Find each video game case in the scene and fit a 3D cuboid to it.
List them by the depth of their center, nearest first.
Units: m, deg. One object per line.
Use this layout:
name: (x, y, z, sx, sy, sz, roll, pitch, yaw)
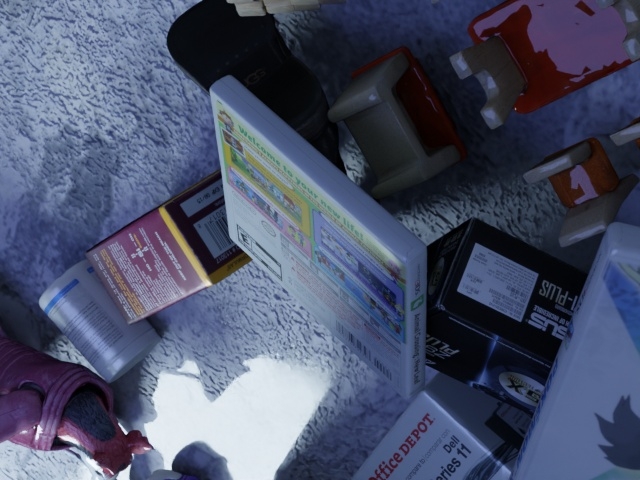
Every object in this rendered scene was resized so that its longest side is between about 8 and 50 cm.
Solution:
video game case: (0.320, 0.142, 1.298, 0.329, 0.036, 0.300, 13, 128, -3)
video game case: (0.000, 0.000, 1.351, 0.212, 0.023, 0.193, 42, 157, 27)

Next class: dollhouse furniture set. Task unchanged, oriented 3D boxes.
dollhouse furniture set: (0.143, -0.134, 1.342, 0.259, 0.135, 0.262, -24, 100, 33)

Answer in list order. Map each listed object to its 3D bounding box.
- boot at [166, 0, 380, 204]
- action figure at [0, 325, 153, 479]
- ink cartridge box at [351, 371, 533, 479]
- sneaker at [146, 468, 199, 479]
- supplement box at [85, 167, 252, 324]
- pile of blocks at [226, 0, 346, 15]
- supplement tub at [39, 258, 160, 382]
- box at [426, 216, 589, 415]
boot: (-0.023, -0.070, 1.495, 0.229, 0.091, 0.263, 61, 178, -41)
action figure: (-0.305, 0.142, 1.838, 0.370, 0.248, 0.275, 15, 97, 33)
ink cartridge box: (0.149, 0.216, 1.550, 0.208, 0.087, 0.153, 43, 134, 11)
sneaker: (-0.134, 0.312, 1.854, 0.071, 0.068, 0.170, 1, 118, 27)
supplement box: (-0.115, 0.000, 1.591, 0.081, 0.104, 0.188, 59, 149, -4)
pile of blocks: (-0.060, -0.328, 1.390, 0.362, 0.149, 0.112, 64, 180, 7)
supplement tub: (-0.215, 0.077, 1.769, 0.107, 0.071, 0.071, 49, 135, 5)
box: (0.154, 0.068, 1.381, 0.180, 0.077, 0.147, 26, 162, -10)
